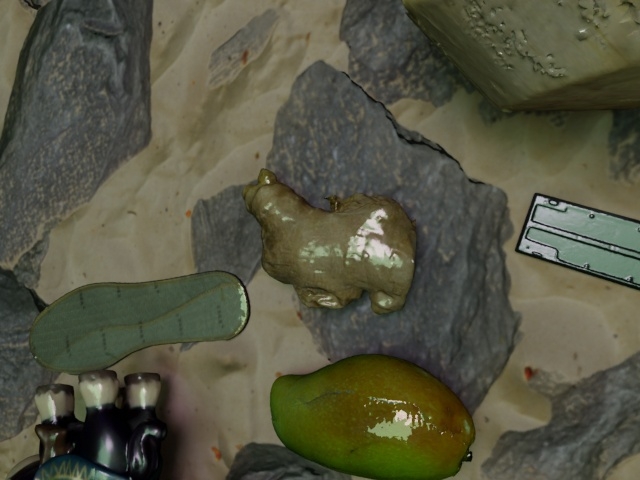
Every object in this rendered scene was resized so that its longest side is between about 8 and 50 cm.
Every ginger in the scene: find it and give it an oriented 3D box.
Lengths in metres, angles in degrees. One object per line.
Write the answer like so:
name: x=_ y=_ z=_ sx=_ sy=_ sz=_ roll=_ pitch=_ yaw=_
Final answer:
ginger: x=0.000 y=0.005 z=0.607 sx=0.213 sy=0.074 sz=0.137 roll=14 pitch=87 yaw=14

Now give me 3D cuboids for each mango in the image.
mango: x=0.041 y=0.178 z=0.582 sx=0.233 sy=0.111 sz=0.125 roll=5 pitch=79 yaw=31

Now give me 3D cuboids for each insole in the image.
insole: x=-0.248 y=0.106 z=0.728 sx=0.348 sy=0.009 sz=0.119 roll=-11 pitch=87 yaw=19

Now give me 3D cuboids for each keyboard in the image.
keyboard: x=0.298 y=0.013 z=0.538 sx=0.202 sy=0.011 sz=0.067 roll=19 pitch=96 yaw=17

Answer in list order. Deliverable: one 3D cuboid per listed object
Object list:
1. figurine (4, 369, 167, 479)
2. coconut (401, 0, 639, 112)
figurine: x=-0.238 y=0.342 z=0.605 sx=0.306 sy=0.241 sz=0.411 roll=-41 pitch=59 yaw=6
coconut: x=0.208 y=-0.245 z=0.376 sx=0.353 sy=0.352 sz=0.352 roll=1 pitch=92 yaw=19
